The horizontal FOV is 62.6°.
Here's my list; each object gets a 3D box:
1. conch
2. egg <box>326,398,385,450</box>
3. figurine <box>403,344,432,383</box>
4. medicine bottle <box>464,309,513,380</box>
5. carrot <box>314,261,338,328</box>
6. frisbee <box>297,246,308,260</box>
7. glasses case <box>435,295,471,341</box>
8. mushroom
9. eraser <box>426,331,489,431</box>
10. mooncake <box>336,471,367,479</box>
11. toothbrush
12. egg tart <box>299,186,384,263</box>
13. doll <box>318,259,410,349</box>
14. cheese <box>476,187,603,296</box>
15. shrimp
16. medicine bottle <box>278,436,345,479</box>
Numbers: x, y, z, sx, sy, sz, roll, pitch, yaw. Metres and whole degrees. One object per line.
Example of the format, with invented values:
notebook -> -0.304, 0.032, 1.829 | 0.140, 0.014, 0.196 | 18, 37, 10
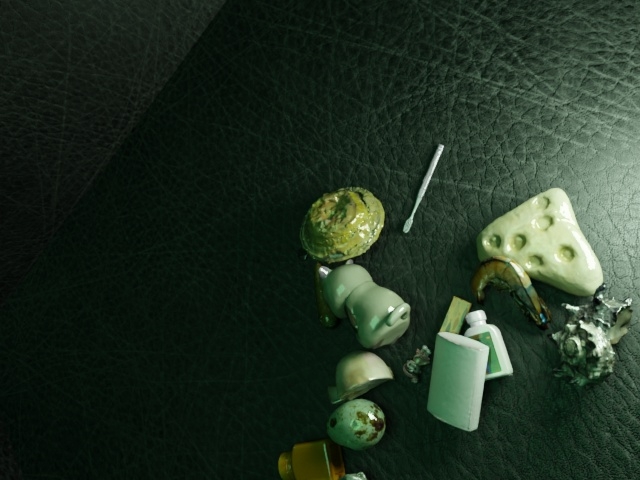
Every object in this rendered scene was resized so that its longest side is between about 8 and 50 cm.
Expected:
conch -> 0.770, 0.277, 1.499 | 0.186, 0.240, 0.313 | 33, 97, 8
egg -> 0.119, 0.641, 1.829 | 0.231, 0.169, 0.169 | -22, 69, 34
figurine -> 0.341, 0.426, 1.821 | 0.072, 0.054, 0.129 | 38, 92, 15
medicine bottle -> 0.534, 0.340, 1.710 | 0.115, 0.078, 0.219 | -27, 67, 34
carrot -> 0.009, 0.199, 2.054 | 0.078, 0.078, 0.298 | -23, 62, 23
frisbee -> 0.000, 0.000, 2.130 | 0.187, 0.012, 0.211 | 21, 90, 30
glasses case -> 0.454, 0.280, 1.792 | 0.064, 0.041, 0.170 | 22, 90, 20
mushroom -> 0.106, 0.466, 1.863 | 0.236, 0.173, 0.162 | -33, 58, 14
eraser -> 0.437, 0.448, 1.690 | 0.174, 0.094, 0.270 | 14, 102, 47
mooncake -> 0.093, 0.947, 1.768 | 0.254, 0.136, 0.250 | -48, 50, 24
toothbrush -> 0.379, -0.193, 1.946 | 0.024, 0.029, 0.354 | 23, 90, 18
egg tart -> 0.066, -0.078, 1.996 | 0.351, 0.150, 0.352 | -14, 53, 19
doll -> 0.158, 0.233, 1.870 | 0.370, 0.215, 0.226 | 33, 125, 40
cheese -> 0.675, 0.049, 1.669 | 0.328, 0.129, 0.351 | -26, 66, 26
shrimp -> 0.600, 0.186, 1.690 | 0.290, 0.054, 0.222 | 51, 139, 3
medicine bottle -> -0.035, 0.807, 1.910 | 0.222, 0.112, 0.150 | -20, 70, 25
